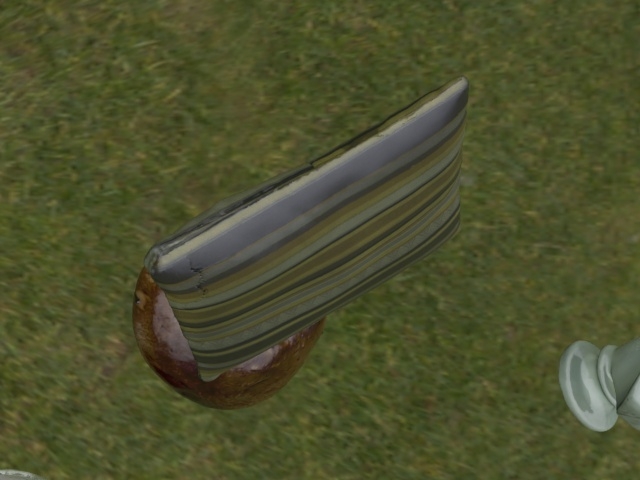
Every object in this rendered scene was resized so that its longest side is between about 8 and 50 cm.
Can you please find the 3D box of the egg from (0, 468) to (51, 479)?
[{"bbox_3d":[-0.354,0.351,1.669,0.217,0.183,0.183,32,80,-23],"label":"egg"}]

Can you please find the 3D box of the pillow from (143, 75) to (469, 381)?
[{"bbox_3d":[0.000,0.000,0.904,0.208,0.212,0.052,-31,67,-9],"label":"pillow"}]

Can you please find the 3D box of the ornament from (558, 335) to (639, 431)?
[{"bbox_3d":[0.113,0.031,0.443,0.068,0.092,0.041,-45,108,-19],"label":"ornament"}]

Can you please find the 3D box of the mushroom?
[{"bbox_3d":[-0.078,0.075,1.509,0.231,0.138,0.194,-14,91,-43],"label":"mushroom"}]
